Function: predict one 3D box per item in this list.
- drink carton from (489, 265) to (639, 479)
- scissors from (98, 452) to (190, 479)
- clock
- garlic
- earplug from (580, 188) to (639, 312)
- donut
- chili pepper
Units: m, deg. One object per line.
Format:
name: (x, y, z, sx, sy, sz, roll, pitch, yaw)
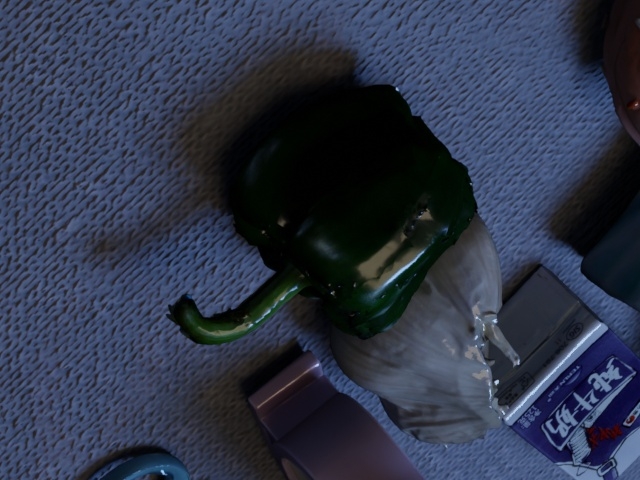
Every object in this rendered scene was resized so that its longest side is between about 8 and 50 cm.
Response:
drink carton: (0.245, 0.142, 1.827, 0.134, 0.102, 0.222, -47, 137, 2)
scissors: (-0.260, 0.309, 1.654, 0.393, 0.032, 0.180, -26, 134, -17)
clock: (0.066, 0.273, 1.682, 0.080, 0.275, 0.290, -36, 139, -11)
garlic: (0.084, 0.078, 1.621, 0.143, 0.178, 0.229, -1, 121, -12)
earplug: (0.390, -0.078, 1.718, 0.185, 0.185, 0.324, 12, 109, -40)
donut: (0.346, -0.171, 1.597, 0.199, 0.085, 0.233, 33, 95, -1)
chili pepper: (0.000, 0.000, 1.507, 0.261, 0.174, 0.165, -44, 161, 1)
